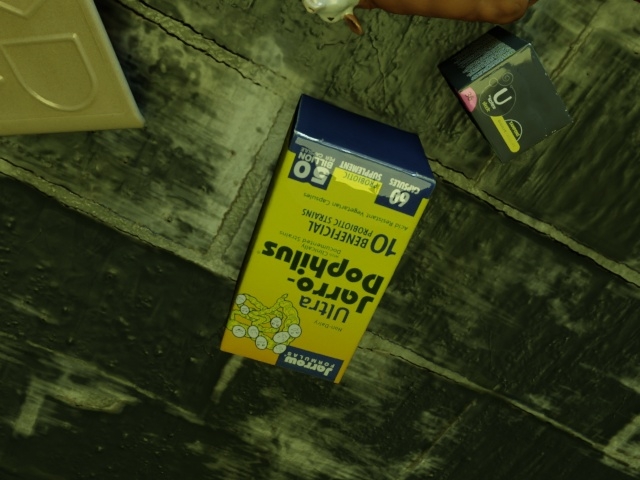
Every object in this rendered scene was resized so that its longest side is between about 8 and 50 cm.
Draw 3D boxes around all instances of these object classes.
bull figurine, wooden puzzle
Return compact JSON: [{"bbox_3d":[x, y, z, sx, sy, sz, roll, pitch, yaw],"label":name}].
[{"bbox_3d":[0.134,-0.334,0.743,0.311,0.188,0.101,-1,82,-7],"label":"bull figurine"},{"bbox_3d":[-0.427,-0.282,0.776,0.322,0.080,0.347,-1,141,10],"label":"wooden puzzle"}]

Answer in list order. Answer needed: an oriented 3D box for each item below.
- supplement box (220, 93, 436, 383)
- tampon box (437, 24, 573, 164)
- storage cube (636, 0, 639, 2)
[{"bbox_3d":[0.000,0.000,0.894,0.194,0.195,0.356,18,117,-8],"label":"supplement box"},{"bbox_3d":[0.241,-0.199,0.803,0.101,0.161,0.120,-33,112,17],"label":"tampon box"},{"bbox_3d":[0.440,-0.367,0.697,0.193,0.183,0.215,22,116,-9],"label":"storage cube"}]
